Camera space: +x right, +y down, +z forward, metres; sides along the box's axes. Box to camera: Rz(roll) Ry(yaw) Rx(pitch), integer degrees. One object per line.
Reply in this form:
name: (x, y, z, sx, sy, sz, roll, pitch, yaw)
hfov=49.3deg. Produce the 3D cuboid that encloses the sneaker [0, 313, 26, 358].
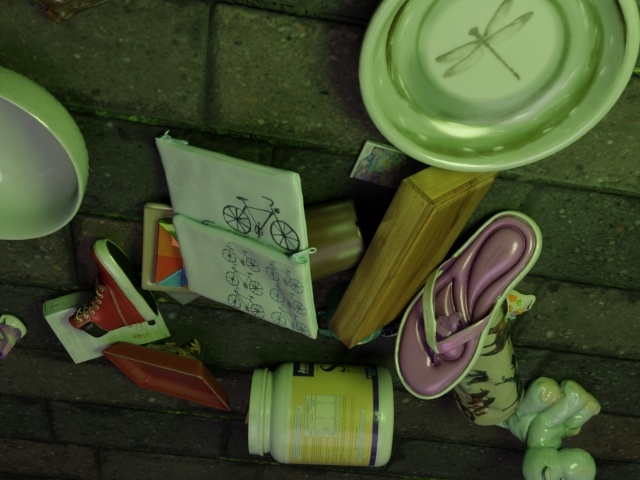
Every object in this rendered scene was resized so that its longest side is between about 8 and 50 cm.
sneaker: (-0.812, 0.234, 1.616, 0.237, 0.104, 0.095, -3, 138, 6)

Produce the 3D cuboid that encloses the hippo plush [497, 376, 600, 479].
hippo plush: (0.572, 0.498, 1.752, 0.294, 0.236, 0.234, -2, 137, 4)

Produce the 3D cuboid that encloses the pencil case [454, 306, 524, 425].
pencil case: (0.344, 0.263, 1.570, 0.184, 0.159, 0.410, -2, 138, 26)

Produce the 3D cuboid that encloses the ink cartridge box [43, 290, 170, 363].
ink cartridge box: (-0.488, 0.183, 1.606, 0.232, 0.066, 0.189, -19, 136, -9)

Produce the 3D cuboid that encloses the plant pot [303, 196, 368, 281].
plant pot: (0.000, 0.000, 1.312, 0.165, 0.167, 0.167, -16, 134, 8)

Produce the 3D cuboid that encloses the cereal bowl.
cereal bowl: (-0.550, -0.163, 1.162, 0.339, 0.141, 0.339, 1, 136, 1)

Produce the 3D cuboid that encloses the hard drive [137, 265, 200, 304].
hard drive: (-0.311, 0.081, 1.497, 0.094, 0.022, 0.135, -28, 129, 28)

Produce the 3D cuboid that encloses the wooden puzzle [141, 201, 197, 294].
wooden puzzle: (-0.247, 0.031, 1.404, 0.221, 0.044, 0.238, 6, 129, -9)

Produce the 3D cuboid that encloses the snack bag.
snack bag: (-0.147, -0.006, 1.231, 0.323, 0.037, 0.342, 19, 130, 30)

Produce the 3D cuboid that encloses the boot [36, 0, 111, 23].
boot: (-0.367, -0.373, 1.009, 0.114, 0.037, 0.106, -15, 147, 21)

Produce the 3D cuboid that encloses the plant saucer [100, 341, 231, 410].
plant saucer: (-0.354, 0.319, 1.661, 0.259, 0.047, 0.258, 12, 153, 16)

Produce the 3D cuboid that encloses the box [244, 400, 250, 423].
box: (-0.111, 0.447, 1.878, 0.165, 0.021, 0.201, 10, 137, -9)

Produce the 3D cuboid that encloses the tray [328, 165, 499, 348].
tray: (0.166, 0.025, 1.301, 0.203, 0.076, 0.411, -27, 152, -38)

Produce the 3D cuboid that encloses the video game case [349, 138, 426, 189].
video game case: (0.124, -0.134, 1.265, 0.122, 0.011, 0.087, 14, 135, -12)

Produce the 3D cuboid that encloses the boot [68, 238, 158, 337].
boot: (-0.466, 0.111, 1.456, 0.176, 0.088, 0.244, -19, 135, -2)

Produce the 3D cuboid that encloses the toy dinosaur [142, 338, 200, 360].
toy dinosaur: (-0.328, 0.282, 1.696, 0.212, 0.064, 0.112, 30, 150, -21)

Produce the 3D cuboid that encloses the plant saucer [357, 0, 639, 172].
plant saucer: (0.256, -0.281, 1.042, 0.401, 0.100, 0.400, 1, 137, 1)

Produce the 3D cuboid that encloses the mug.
mug: (0.070, 0.174, 1.528, 0.130, 0.097, 0.157, 22, 133, -20)

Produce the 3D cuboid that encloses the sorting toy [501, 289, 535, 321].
sorting toy: (0.434, 0.145, 1.536, 0.075, 0.045, 0.083, -10, 139, -15)

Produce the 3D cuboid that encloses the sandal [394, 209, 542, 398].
sandal: (0.263, 0.118, 1.340, 0.169, 0.102, 0.416, 33, 100, 21)

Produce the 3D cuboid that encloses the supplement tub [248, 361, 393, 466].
supplement tub: (0.001, 0.418, 1.685, 0.331, 0.241, 0.241, 3, 136, -1)

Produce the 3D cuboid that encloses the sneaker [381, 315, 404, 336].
sneaker: (0.197, 0.195, 1.583, 0.135, 0.052, 0.058, -21, 139, 25)
